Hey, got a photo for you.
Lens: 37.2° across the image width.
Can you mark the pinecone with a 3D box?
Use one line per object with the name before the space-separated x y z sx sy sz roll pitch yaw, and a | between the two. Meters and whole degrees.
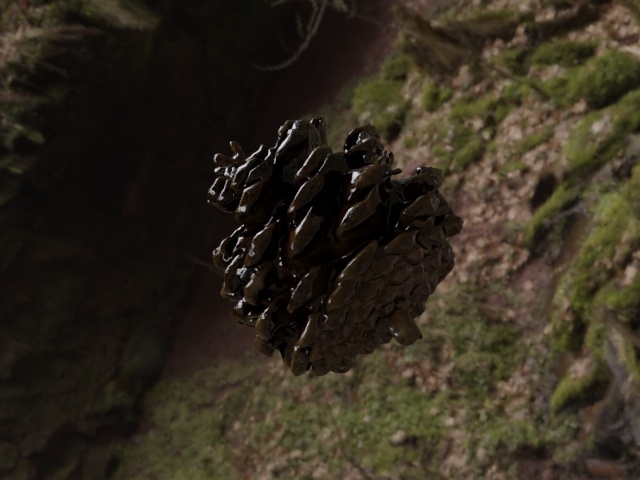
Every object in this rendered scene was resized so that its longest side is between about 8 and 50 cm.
pinecone | 0.010 -0.005 0.907 0.243 0.257 0.243 -26 -2 -1
